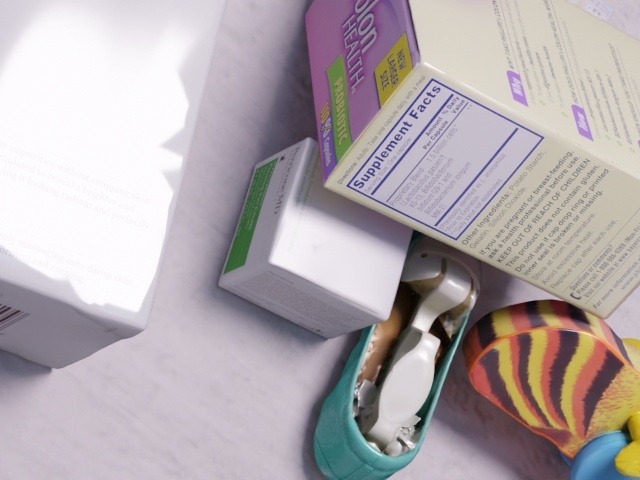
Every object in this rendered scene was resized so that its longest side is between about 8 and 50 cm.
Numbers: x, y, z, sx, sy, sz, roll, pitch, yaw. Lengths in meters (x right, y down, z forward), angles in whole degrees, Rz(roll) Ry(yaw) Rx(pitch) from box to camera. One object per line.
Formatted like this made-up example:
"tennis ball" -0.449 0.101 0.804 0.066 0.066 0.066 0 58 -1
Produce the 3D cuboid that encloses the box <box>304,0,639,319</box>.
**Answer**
"box" 0.124 -0.092 1.379 0.243 0.117 0.213 25 32 -23

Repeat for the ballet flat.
"ballet flat" 0.071 0.064 1.389 0.083 0.087 0.247 31 65 -19

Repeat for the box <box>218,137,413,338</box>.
"box" 0.000 0.000 1.363 0.102 0.087 0.101 26 67 -22

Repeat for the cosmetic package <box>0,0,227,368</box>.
"cosmetic package" -0.188 -0.139 1.254 0.217 0.156 0.385 22 68 -23

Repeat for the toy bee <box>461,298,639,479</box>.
"toy bee" 0.249 0.132 1.434 0.162 0.195 0.298 -39 130 12

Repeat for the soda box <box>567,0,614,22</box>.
"soda box" 0.136 -0.205 1.502 0.183 0.058 0.063 39 63 -17
